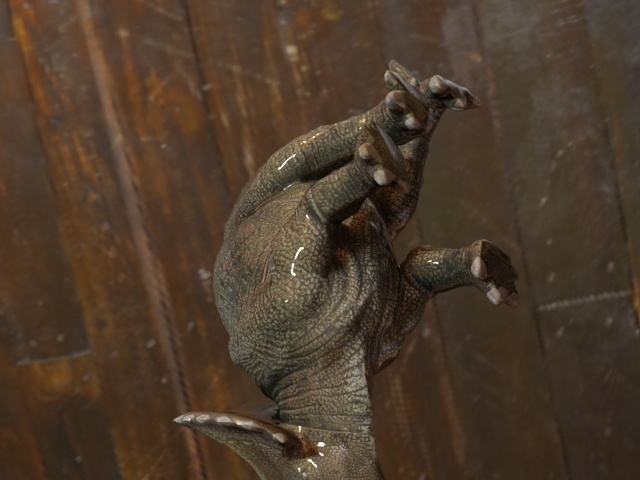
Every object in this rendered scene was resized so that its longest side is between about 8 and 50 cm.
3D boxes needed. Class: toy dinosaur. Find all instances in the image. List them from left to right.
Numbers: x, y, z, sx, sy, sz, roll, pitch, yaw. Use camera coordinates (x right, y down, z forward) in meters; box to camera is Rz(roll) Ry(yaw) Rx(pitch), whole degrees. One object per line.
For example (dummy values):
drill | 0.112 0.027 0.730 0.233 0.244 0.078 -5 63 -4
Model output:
toy dinosaur | 0.000 0.000 0.625 0.160 0.313 0.121 -36 126 27
